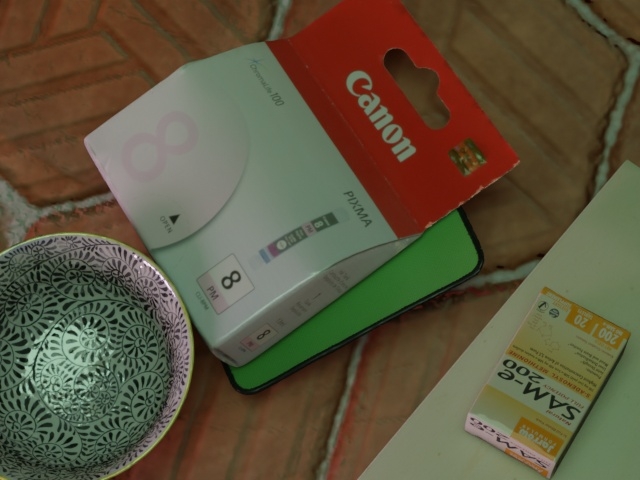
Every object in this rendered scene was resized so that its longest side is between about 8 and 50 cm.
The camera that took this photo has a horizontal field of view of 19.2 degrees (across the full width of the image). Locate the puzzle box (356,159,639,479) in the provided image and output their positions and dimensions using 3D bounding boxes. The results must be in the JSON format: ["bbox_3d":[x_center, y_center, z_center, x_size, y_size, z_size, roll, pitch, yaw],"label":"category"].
[{"bbox_3d":[0.175,0.174,1.163,0.272,0.052,0.409,38,71,14],"label":"puzzle box"}]

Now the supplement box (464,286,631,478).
[{"bbox_3d":[0.138,0.086,1.153,0.062,0.036,0.098,28,69,12],"label":"supplement box"}]

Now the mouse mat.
[{"bbox_3d":[0.000,0.000,1.260,0.189,0.007,0.153,-28,64,7],"label":"mouse mat"}]

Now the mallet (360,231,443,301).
[{"bbox_3d":[0.032,-0.044,1.288,0.062,0.039,0.190,-22,68,2],"label":"mallet"}]

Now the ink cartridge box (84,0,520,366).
[{"bbox_3d":[-0.017,-0.058,1.255,0.232,0.066,0.189,-38,63,8],"label":"ink cartridge box"}]

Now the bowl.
[{"bbox_3d":[-0.160,0.086,1.241,0.170,0.080,0.170,-2,74,5],"label":"bowl"}]
